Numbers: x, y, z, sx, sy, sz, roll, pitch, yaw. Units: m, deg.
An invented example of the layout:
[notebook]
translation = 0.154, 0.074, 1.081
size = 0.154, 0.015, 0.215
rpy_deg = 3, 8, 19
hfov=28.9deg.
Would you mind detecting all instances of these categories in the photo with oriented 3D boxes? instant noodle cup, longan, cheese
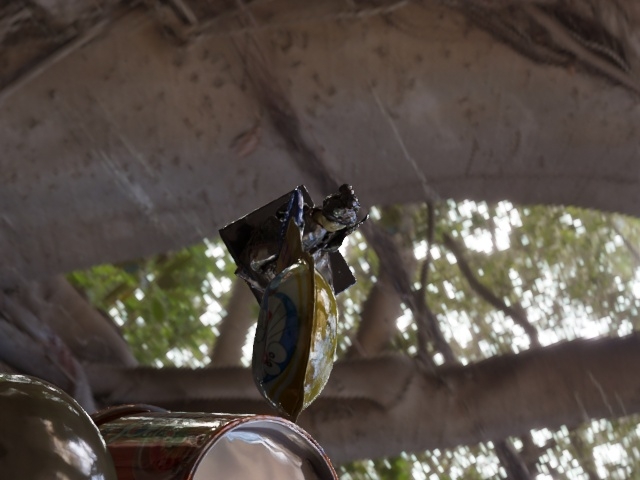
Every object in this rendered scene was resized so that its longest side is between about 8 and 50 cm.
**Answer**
[instant noodle cup]
translation = -0.111, 0.262, 1.109
size = 0.192, 0.250, 0.250
rpy_deg = -15, -136, 44
[longan]
translation = -0.242, 0.193, 0.931
size = 0.198, 0.198, 0.212
rpy_deg = -32, -175, -2
[cheese]
translation = -0.027, 0.070, 1.256
size = 0.069, 0.177, 0.270
rpy_deg = 8, -132, -11

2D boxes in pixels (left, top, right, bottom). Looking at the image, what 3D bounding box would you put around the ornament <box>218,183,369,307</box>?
[ornament]
translation = 0.000, 0.000, 1.537
size = 0.166, 0.153, 0.196
rpy_deg = -31, -179, -35
